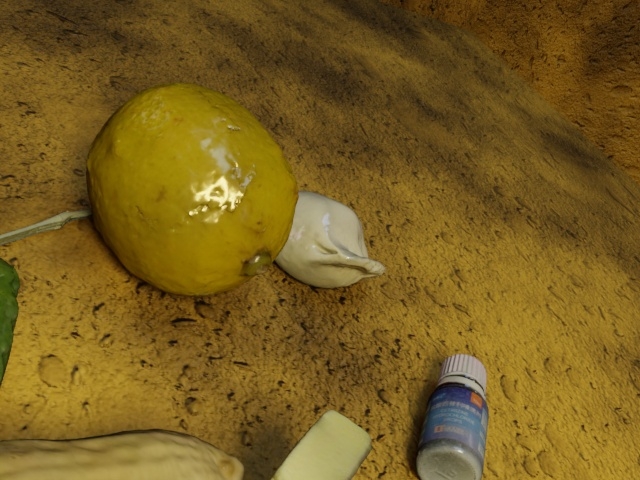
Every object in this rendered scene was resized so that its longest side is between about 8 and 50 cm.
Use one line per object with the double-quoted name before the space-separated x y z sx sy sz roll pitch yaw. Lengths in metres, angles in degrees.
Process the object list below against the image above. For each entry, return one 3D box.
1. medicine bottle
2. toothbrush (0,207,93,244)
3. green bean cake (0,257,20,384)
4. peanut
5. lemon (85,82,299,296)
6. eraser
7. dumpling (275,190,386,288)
"medicine bottle" 0.177 0.232 0.931 0.083 0.083 0.203 31 30 1
"toothbrush" -0.350 -0.015 0.897 0.294 0.026 0.028 -19 72 -52
"green bean cake" -0.402 0.087 0.616 0.248 0.125 0.222 15 35 -23
"peanut" -0.198 0.225 0.577 0.318 0.147 0.147 8 36 -50
"lemon" -0.166 -0.067 0.909 0.260 0.260 0.284 -6 71 -44
"eraser" -0.028 0.247 0.653 0.058 0.172 0.117 36 32 13
"dumpling" 0.000 0.000 1.100 0.252 0.131 0.179 27 4 37
